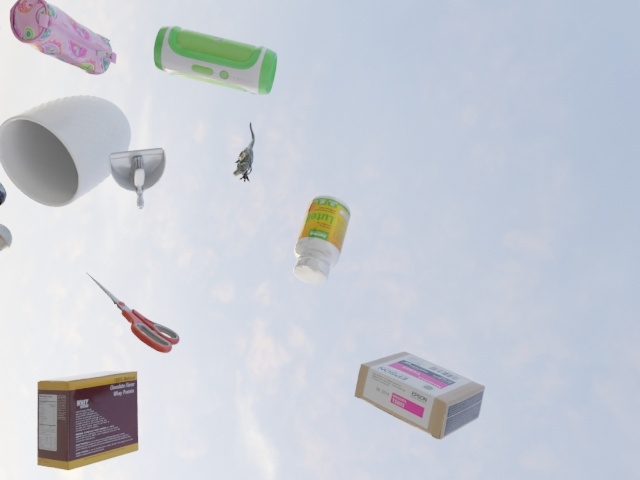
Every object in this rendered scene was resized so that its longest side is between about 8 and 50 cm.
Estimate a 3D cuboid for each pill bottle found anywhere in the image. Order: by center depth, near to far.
[{"bbox_3d":[0.000,0.000,1.617,0.136,0.136,0.246,-12,-133,35],"label":"pill bottle"}]

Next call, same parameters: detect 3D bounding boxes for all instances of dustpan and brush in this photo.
[{"bbox_3d":[-0.502,-0.162,1.525,0.211,0.147,0.060,120,-46,-57],"label":"dustpan and brush"}]

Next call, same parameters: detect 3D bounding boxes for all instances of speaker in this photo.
[{"bbox_3d":[-0.267,-0.462,1.419,0.296,0.131,0.131,13,-87,-1],"label":"speaker"}]

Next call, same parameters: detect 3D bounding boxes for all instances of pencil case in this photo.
[{"bbox_3d":[-0.649,-0.516,1.412,0.124,0.284,0.124,0,-91,13],"label":"pencil case"}]

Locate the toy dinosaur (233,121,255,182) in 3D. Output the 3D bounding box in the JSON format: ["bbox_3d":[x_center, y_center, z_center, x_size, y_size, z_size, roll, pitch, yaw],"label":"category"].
[{"bbox_3d":[-0.252,-0.275,1.857,0.268,0.063,0.118,-88,-164,-45],"label":"toy dinosaur"}]

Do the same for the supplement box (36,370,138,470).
[{"bbox_3d":[-0.556,0.423,1.329,0.129,0.191,0.194,-9,-99,33],"label":"supplement box"}]

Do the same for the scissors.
[{"bbox_3d":[-0.430,0.151,1.207,0.297,0.109,0.021,34,-80,10],"label":"scissors"}]

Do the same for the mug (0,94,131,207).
[{"bbox_3d":[-0.770,-0.273,1.688,0.374,0.328,0.276,-33,-75,33],"label":"mug"}]

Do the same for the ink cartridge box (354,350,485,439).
[{"bbox_3d":[0.230,0.349,1.279,0.234,0.193,0.088,17,-79,39],"label":"ink cartridge box"}]

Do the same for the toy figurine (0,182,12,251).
[{"bbox_3d":[-0.648,-0.042,0.932,0.209,0.148,0.213,26,-39,-2],"label":"toy figurine"}]
